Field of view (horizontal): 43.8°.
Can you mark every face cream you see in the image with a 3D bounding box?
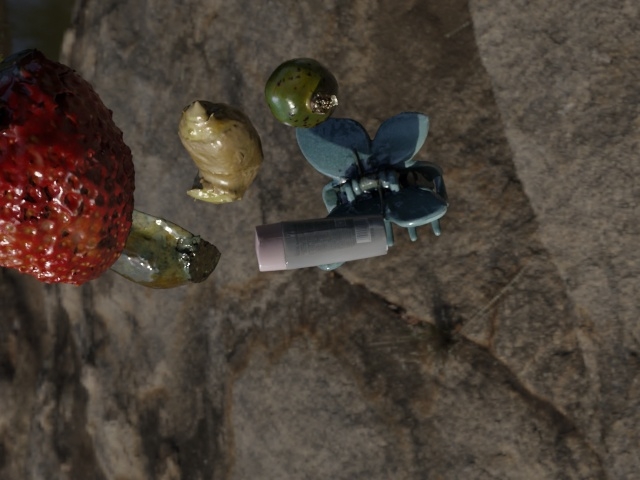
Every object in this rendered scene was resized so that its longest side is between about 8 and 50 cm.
[{"bbox_3d":[0.000,0.000,1.646,0.073,0.269,0.107,90,172,-57],"label":"face cream"}]

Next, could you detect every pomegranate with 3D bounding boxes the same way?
[{"bbox_3d":[-0.029,-0.240,1.326,0.130,0.130,0.130,-1,89,54],"label":"pomegranate"}]

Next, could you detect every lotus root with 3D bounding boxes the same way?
[{"bbox_3d":[-0.360,0.026,1.736,0.260,0.267,0.149,24,86,8],"label":"lotus root"}]

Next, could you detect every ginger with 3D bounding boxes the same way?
[{"bbox_3d":[-0.183,-0.166,1.495,0.138,0.152,0.267,22,139,27],"label":"ginger"}]

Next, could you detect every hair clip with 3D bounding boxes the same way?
[{"bbox_3d":[0.139,-0.109,1.868,0.318,0.238,0.392,-15,66,12],"label":"hair clip"}]

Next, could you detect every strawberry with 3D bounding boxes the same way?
[{"bbox_3d":[-0.340,-0.070,0.970,0.288,0.238,0.250,60,169,-30],"label":"strawberry"}]

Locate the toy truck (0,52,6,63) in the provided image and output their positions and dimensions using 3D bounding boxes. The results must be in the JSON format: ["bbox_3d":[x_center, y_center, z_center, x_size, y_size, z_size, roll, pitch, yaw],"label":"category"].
[{"bbox_3d":[-0.715,-0.350,1.743,0.227,0.098,0.114,39,96,19],"label":"toy truck"}]
